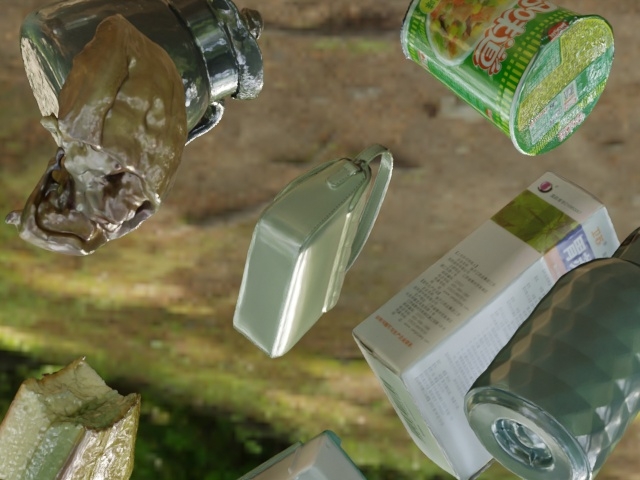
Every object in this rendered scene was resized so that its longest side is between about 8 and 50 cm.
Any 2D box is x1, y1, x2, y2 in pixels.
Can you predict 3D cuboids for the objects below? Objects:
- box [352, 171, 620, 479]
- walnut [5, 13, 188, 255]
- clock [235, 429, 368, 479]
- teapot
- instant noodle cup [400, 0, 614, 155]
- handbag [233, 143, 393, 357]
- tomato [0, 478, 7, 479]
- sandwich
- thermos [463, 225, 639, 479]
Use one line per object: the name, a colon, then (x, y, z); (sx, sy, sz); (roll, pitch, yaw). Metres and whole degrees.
box: (0.206, 0.096, 1.834); (0.106, 0.299, 0.200); (37, 162, 49)
walnut: (-0.201, -0.102, 1.623); (0.141, 0.204, 0.238); (25, 135, -6)
clock: (-0.036, 0.349, 1.614); (0.262, 0.231, 0.116); (-34, -172, 21)
teapot: (-0.187, -0.186, 2.004); (0.285, 0.223, 0.305); (-26, 127, -17)
instant noodle cup: (0.238, -0.257, 2.178); (0.232, 0.207, 0.207); (37, 179, 33)
handbag: (0.000, 0.000, 1.887); (0.079, 0.219, 0.256); (36, 141, 17)
tomato: (-0.297, 0.332, 1.425); (0.298, 0.298, 0.226); (-9, 120, 24)
sandwich: (-0.317, 0.252, 1.894); (0.108, 0.220, 0.186); (34, 139, 22)
thermos: (0.270, 0.108, 1.629); (0.145, 0.286, 0.182); (40, 151, 5)
